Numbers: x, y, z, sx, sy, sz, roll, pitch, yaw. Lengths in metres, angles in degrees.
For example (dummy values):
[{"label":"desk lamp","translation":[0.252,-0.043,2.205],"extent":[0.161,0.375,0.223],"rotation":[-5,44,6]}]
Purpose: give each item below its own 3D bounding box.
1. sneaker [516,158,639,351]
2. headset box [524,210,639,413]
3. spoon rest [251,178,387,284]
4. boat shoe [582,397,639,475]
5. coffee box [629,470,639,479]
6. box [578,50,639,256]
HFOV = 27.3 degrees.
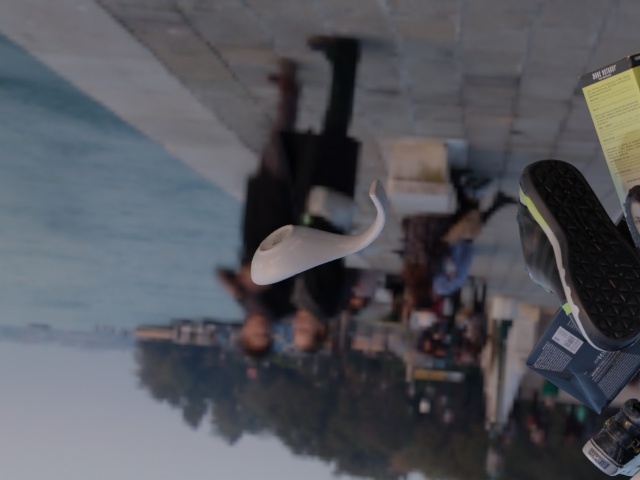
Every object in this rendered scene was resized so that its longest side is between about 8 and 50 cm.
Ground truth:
[{"label":"sneaker","translation":[0.250,0.024,1.291],"extent":[0.084,0.235,0.097],"rotation":[-3,139,-14]},{"label":"headset box","translation":[0.372,0.022,1.496],"extent":[0.110,0.293,0.218],"rotation":[34,152,10]},{"label":"spoon rest","translation":[0.000,0.000,2.191],"extent":[0.276,0.084,0.137],"rotation":[-28,-159,24]},{"label":"boat shoe","translation":[0.379,0.237,1.601],"extent":[0.065,0.083,0.183],"rotation":[45,-168,18]},{"label":"coffee box","translation":[0.509,0.465,1.553],"extent":[0.338,0.338,0.334],"rotation":[-3,151,-14]},{"label":"box","translation":[0.336,-0.071,1.313],"extent":[0.058,0.232,0.087],"rotation":[-18,179,-27]}]
